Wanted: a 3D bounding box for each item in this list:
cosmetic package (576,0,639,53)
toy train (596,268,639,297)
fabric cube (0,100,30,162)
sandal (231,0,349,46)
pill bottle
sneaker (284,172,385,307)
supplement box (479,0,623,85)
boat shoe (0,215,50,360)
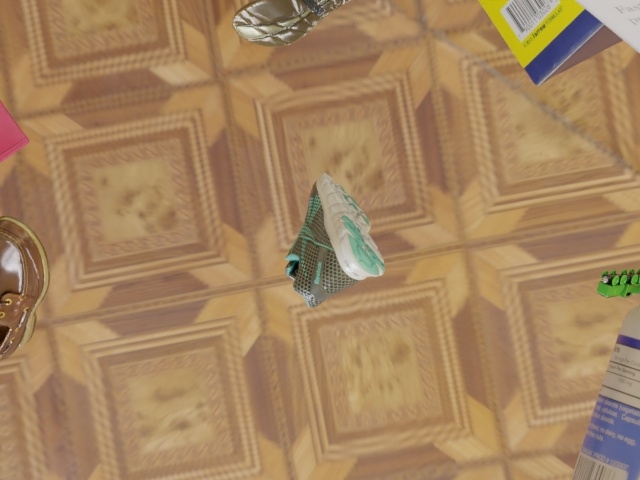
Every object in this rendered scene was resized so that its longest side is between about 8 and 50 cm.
[{"bbox_3d":[0.230,-0.203,0.705,0.453,0.230,0.161,28,68,-38],"label":"cosmetic package"},{"bbox_3d":[0.271,0.038,1.246,0.017,0.083,0.023,29,110,41],"label":"toy train"},{"bbox_3d":[-0.588,-0.138,1.815,0.259,0.254,0.258,-23,106,44],"label":"fabric cube"},{"bbox_3d":[-0.023,-0.289,1.695,0.180,0.049,0.072,-28,122,25],"label":"sandal"},{"bbox_3d":[0.324,0.145,1.254,0.152,0.152,0.272,19,88,1],"label":"pill bottle"},{"bbox_3d":[0.000,0.000,1.162,0.076,0.166,0.065,-38,109,11],"label":"sneaker"},{"bbox_3d":[0.247,-0.386,1.541,0.194,0.195,0.356,-29,82,-28],"label":"supplement box"},{"bbox_3d":[-0.294,0.053,1.312,0.064,0.060,0.178,28,134,8],"label":"boat shoe"}]
